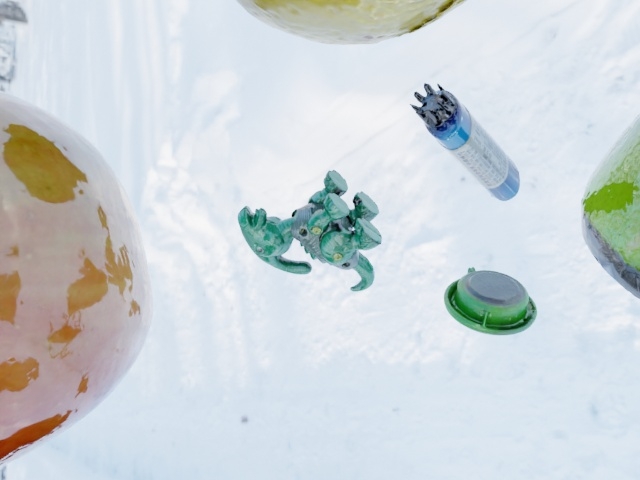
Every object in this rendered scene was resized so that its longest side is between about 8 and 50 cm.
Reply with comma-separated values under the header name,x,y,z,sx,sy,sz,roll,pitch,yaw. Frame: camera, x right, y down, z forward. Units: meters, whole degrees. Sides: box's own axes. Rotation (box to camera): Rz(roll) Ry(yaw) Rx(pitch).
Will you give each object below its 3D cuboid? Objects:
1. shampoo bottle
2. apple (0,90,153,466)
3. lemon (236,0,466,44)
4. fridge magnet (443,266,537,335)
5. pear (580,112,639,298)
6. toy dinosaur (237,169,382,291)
name,x,y,z,sx,sy,sz,roll,pitch,yaw
shampoo bottle,0.177,-0.122,0.829,0.050,0.183,0.087,-35,42,23
apple,-0.229,0.025,0.416,0.241,0.242,0.242,20,-108,-79
lemon,0.028,-0.279,0.508,0.310,0.257,0.258,-27,62,50
fridge magnet,0.381,0.136,1.527,0.208,0.208,0.088,-125,33,-52
pear,0.469,-0.059,0.654,0.399,0.398,0.165,-122,24,-50
toy dinosaur,0.000,0.000,0.564,0.096,0.132,0.059,-35,30,27
